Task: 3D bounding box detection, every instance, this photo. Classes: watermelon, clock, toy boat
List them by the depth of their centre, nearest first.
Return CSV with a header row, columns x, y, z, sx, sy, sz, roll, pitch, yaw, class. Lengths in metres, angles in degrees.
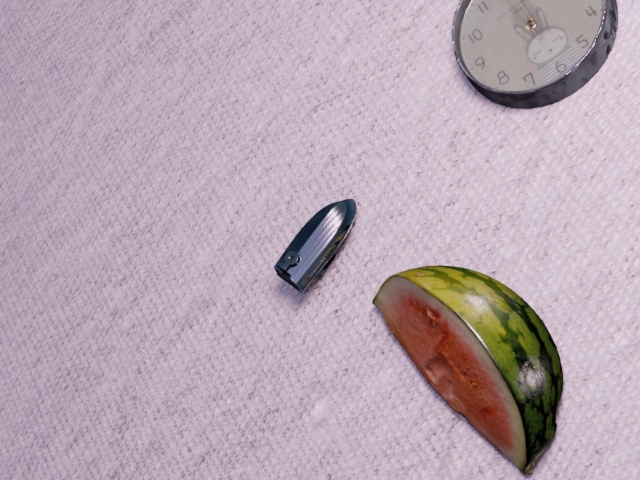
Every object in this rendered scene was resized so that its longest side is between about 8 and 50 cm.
x,y,z,sx,sy,sz,roll,pitch,yaw,class
0.195,0.107,1.475,0.128,0.159,0.303,-26,54,-25,watermelon
0.269,-0.275,1.586,0.215,0.042,0.215,-11,67,27,clock
0.000,0.000,1.637,0.055,0.060,0.141,34,84,35,toy boat
